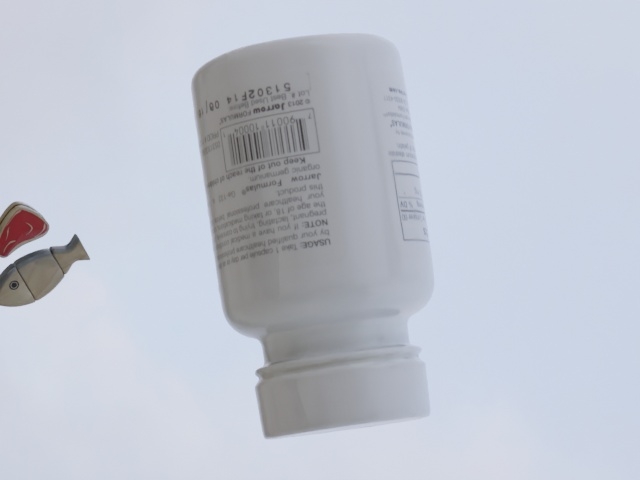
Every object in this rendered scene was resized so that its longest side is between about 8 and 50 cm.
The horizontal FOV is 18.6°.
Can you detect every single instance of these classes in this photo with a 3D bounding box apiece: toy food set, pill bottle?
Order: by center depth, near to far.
[{"bbox_3d":[-0.195,0.023,1.092,0.078,0.122,0.019,54,-5,-32],"label":"toy food set"},{"bbox_3d":[0.000,0.000,1.177,0.131,0.131,0.229,-17,-101,52],"label":"pill bottle"}]
